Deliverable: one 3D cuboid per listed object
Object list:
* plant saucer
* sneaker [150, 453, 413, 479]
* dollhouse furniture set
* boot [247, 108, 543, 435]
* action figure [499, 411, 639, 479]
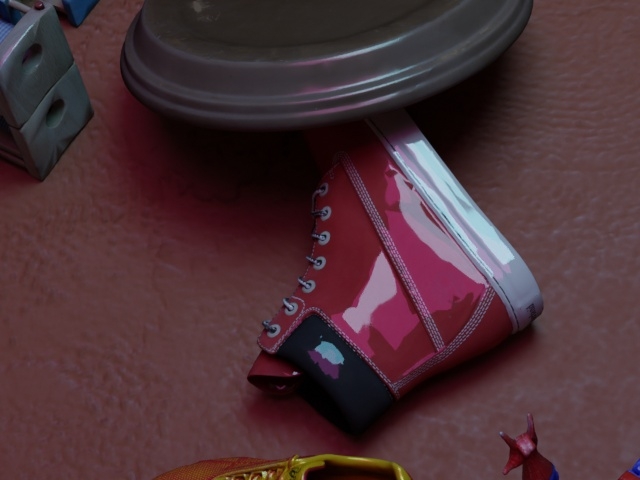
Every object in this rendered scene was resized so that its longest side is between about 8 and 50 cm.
[{"bbox_3d":[0.000,-0.155,1.299,0.278,0.041,0.278,-9,30,5],"label":"plant saucer"},{"bbox_3d":[-0.028,0.148,1.172,0.175,0.067,0.064,-5,60,6],"label":"sneaker"},{"bbox_3d":[-0.203,-0.168,1.350,0.129,0.129,0.183,25,65,21],"label":"dollhouse furniture set"},{"bbox_3d":[0.000,0.000,1.250,0.176,0.088,0.244,-32,63,-9],"label":"boot"},{"bbox_3d":[0.205,0.119,1.122,0.280,0.139,0.091,-35,60,-10],"label":"action figure"}]
